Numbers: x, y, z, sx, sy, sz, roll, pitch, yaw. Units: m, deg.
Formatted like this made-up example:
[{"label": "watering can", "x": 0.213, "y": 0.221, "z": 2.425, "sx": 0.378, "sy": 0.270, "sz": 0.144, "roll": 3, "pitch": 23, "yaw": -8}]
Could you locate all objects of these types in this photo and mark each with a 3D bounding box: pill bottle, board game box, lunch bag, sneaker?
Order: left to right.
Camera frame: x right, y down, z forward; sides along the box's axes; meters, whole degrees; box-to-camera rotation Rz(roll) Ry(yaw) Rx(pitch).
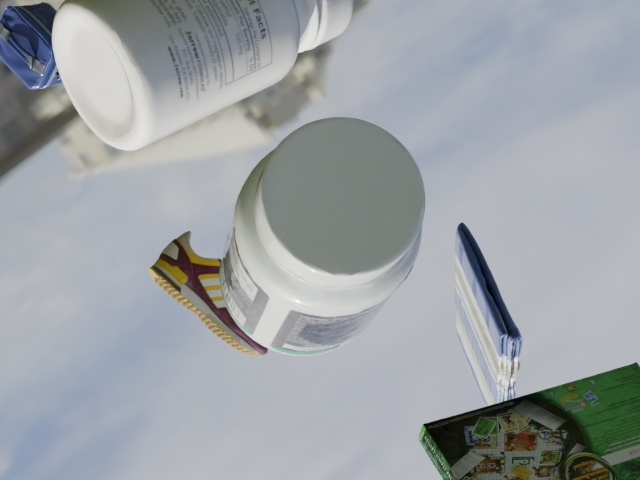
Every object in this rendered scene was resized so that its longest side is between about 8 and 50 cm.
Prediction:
[{"label": "lunch bag", "x": -0.310, "y": -0.210, "z": 1.818, "sx": 0.065, "sy": 0.098, "sz": 0.067, "roll": -17, "pitch": 145, "yaw": -51}, {"label": "pill bottle", "x": -0.091, "y": -0.174, "z": 1.356, "sx": 0.229, "sy": 0.131, "sz": 0.131, "roll": -29, "pitch": -171, "yaw": -31}, {"label": "sneaker", "x": -0.124, "y": 0.068, "z": 2.108, "sx": 0.084, "sy": 0.185, "sz": 0.069, "roll": -51, "pitch": -171, "yaw": -13}, {"label": "pill bottle", "x": 0.000, "y": 0.000, "z": 1.848, "sx": 0.204, "sy": 0.204, "sz": 0.361, "roll": -39, "pitch": 174, "yaw": -15}, {"label": "board game box", "x": 0.235, "y": 0.202, "z": 1.588, "sx": 0.259, "sy": 0.136, "sz": 0.030, "roll": -12, "pitch": 139, "yaw": -27}]

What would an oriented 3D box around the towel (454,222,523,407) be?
[{"label": "towel", "x": 0.236, "y": 0.132, "z": 2.359, "sx": 0.034, "sy": 0.285, "sz": 0.209, "roll": -16, "pitch": -125, "yaw": -7}]
